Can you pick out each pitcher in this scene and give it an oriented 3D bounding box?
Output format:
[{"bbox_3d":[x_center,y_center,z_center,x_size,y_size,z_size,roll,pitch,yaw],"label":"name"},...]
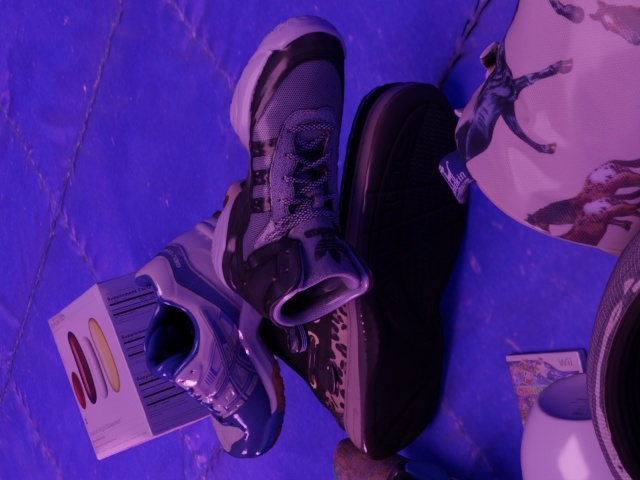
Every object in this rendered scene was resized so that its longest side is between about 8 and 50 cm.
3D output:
[{"bbox_3d":[0.253,0.212,0.848,0.177,0.125,0.207,-5,109,32],"label":"pitcher"}]

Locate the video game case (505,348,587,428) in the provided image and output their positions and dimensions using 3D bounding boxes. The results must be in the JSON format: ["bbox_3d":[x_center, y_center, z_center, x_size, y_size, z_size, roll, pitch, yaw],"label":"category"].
[{"bbox_3d":[0.211,0.158,0.957,0.087,0.011,0.122,-13,92,54],"label":"video game case"}]

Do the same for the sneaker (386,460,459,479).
[{"bbox_3d":[0.123,0.359,0.915,0.140,0.125,0.341,-53,43,28],"label":"sneaker"}]

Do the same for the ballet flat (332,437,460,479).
[{"bbox_3d":[0.135,0.300,1.049,0.316,0.107,0.106,52,127,17],"label":"ballet flat"}]

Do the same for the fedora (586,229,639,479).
[{"bbox_3d":[0.306,0.084,0.708,0.244,0.124,0.275,45,130,33],"label":"fedora"}]

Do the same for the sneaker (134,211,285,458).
[{"bbox_3d":[-0.118,0.114,1.081,0.112,0.131,0.296,29,136,41],"label":"sneaker"}]

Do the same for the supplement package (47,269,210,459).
[{"bbox_3d":[-0.231,0.156,1.426,0.194,0.149,0.203,-32,78,53],"label":"supplement package"}]

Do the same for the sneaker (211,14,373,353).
[{"bbox_3d":[-0.009,-0.037,0.888,0.153,0.101,0.269,51,136,45],"label":"sneaker"}]

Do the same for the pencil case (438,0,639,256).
[{"bbox_3d":[0.214,-0.189,0.706,0.183,0.160,0.410,38,132,24],"label":"pencil case"}]

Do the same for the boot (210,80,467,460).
[{"bbox_3d":[0.000,0.000,1.085,0.284,0.138,0.377,30,130,44],"label":"boot"}]
